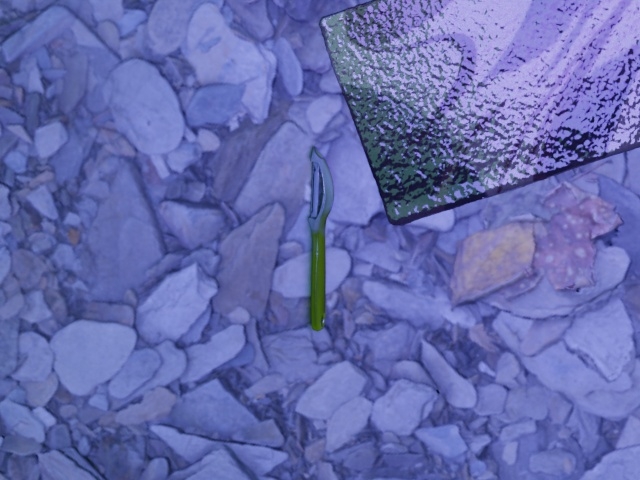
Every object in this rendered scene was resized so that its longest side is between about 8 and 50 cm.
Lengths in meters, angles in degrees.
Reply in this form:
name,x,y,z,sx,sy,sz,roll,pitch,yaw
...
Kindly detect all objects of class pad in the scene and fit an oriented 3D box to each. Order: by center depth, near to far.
name,x,y,z,sx,sy,sz,roll,pitch,yaw
pad,0.187,-0.158,1.868,0.330,0.004,0.220,-19,105,8

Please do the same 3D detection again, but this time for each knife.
name,x,y,z,sx,sy,sz,roll,pitch,yaw
knife,0.000,0.000,1.917,0.026,0.022,0.184,10,109,27
